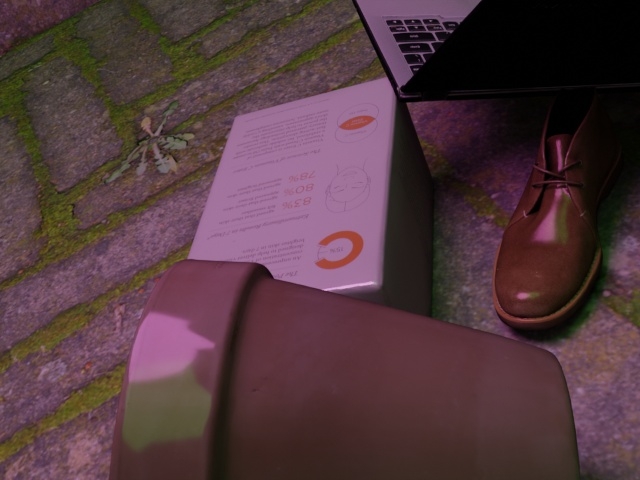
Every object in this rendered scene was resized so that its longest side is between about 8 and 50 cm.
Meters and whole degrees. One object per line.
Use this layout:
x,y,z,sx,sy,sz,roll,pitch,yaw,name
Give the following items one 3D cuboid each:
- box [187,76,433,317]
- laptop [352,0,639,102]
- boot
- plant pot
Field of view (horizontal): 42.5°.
0.000,0.000,0.904,0.215,0.168,0.345,-11,39,19,box
0.269,-0.285,0.902,0.382,0.236,0.408,-4,47,-14,laptop
0.241,-0.044,0.861,0.112,0.115,0.305,4,48,31,boot
0.032,0.172,0.608,0.280,0.323,0.323,-1,42,6,plant pot
